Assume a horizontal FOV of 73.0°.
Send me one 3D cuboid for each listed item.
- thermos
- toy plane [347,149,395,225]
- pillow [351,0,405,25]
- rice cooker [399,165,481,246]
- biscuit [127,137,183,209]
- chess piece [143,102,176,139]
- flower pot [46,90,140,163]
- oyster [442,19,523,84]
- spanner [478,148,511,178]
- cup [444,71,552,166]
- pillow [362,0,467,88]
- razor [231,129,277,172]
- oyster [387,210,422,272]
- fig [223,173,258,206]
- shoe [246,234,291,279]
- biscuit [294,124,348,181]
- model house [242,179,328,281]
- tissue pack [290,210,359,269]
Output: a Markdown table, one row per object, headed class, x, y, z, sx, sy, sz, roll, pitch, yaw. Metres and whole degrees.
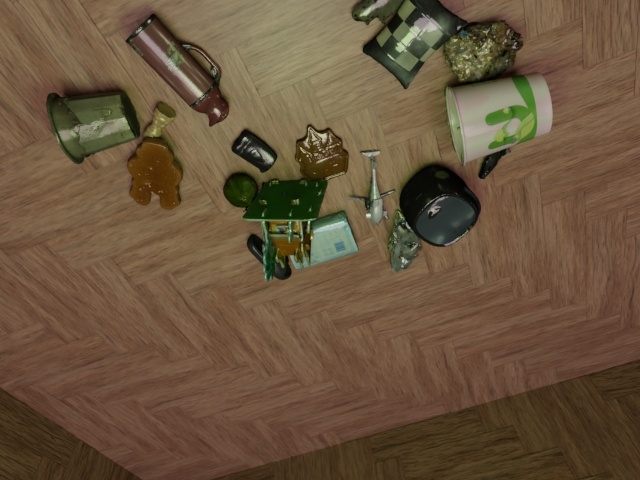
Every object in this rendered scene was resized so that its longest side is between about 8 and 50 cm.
| class | x | y | z | sx | sy | sz | roll | pitch | yaw |
| --- | --- | --- | --- | --- | --- | --- | --- | --- | --- |
| thermos | -0.392 | -0.493 | 1.274 | 0.109 | 0.137 | 0.330 | -13 | 133 | 40 |
| toy plane | 0.205 | -0.180 | 1.563 | 0.181 | 0.107 | 0.274 | 5 | 123 | -16 |
| pillow | 0.203 | -0.682 | 1.211 | 0.241 | 0.051 | 0.093 | -35 | 132 | 18 |
| rice cooker | 0.421 | -0.125 | 1.551 | 0.266 | 0.225 | 0.268 | -3 | 126 | -4 |
| biscuit | -0.559 | -0.224 | 1.472 | 0.185 | 0.044 | 0.295 | 10 | 137 | -17 |
| chess piece | -0.517 | -0.371 | 1.375 | 0.066 | 0.066 | 0.122 | 32 | 124 | -26 |
| flower pot | -0.666 | -0.352 | 1.292 | 0.202 | 0.212 | 0.213 | -13 | 128 | -4 |
| oyster | 0.484 | -0.569 | 1.303 | 0.259 | 0.092 | 0.198 | 20 | 127 | -23 |
| spanner | 0.636 | -0.351 | 1.504 | 0.095 | 0.040 | 0.325 | 4 | 131 | -17 |
| cup | 0.539 | -0.382 | 1.331 | 0.273 | 0.253 | 0.253 | -13 | 128 | 12 |
| pillow | 0.266 | -0.585 | 1.244 | 0.185 | 0.106 | 0.250 | 36 | 130 | -16 |
| razor | -0.219 | -0.299 | 1.460 | 0.148 | 0.054 | 0.090 | 34 | 118 | -28 |
| oyster | 0.322 | 0.023 | 1.739 | 0.199 | 0.087 | 0.252 | -45 | 127 | 14 |
| fig | -0.274 | -0.160 | 1.499 | 0.123 | 0.156 | 0.123 | -5 | 123 | -7 |
| shoe | -0.180 | 0.058 | 1.706 | 0.093 | 0.108 | 0.241 | -33 | 120 | 23 |
| biscuit | -0.002 | -0.299 | 1.494 | 0.182 | 0.034 | 0.215 | -20 | 126 | 10 |
| model house | -0.094 | -0.009 | 1.462 | 0.242 | 0.358 | 0.313 | -3 | 117 | 7 |
| tissue pack | 0.000 | 0.000 | 1.692 | 0.262 | 0.089 | 0.177 | -16 | 124 | 10 |
